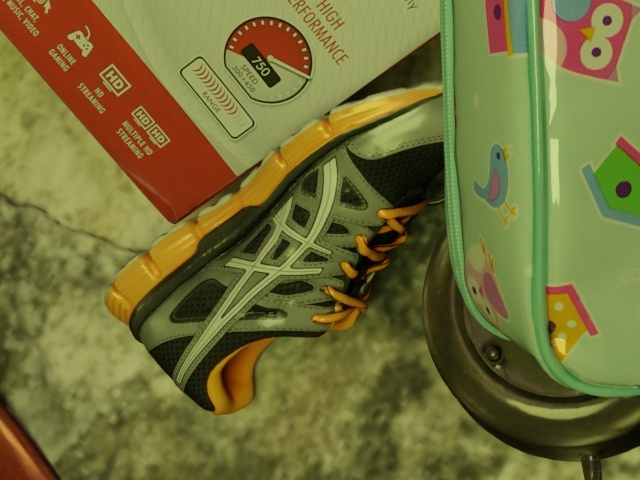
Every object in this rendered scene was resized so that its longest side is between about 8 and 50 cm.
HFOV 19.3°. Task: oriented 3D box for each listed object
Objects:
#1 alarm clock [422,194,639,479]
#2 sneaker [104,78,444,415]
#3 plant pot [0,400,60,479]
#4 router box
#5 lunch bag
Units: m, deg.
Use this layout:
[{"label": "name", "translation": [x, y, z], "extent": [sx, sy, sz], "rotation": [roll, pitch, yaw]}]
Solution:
[{"label": "alarm clock", "translation": [0.099, 0.017, 0.850], "extent": [0.129, 0.064, 0.192], "rotation": [-43, 66, -1]}, {"label": "sneaker", "translation": [0.000, 0.000, 0.854], "extent": [0.215, 0.084, 0.083], "rotation": [-38, 78, 28]}, {"label": "plant pot", "translation": [-0.263, 0.183, 0.795], "extent": [0.265, 0.272, 0.272], "rotation": [-39, 69, 9]}, {"label": "router box", "translation": [-0.053, -0.223, 0.806], "extent": [0.301, 0.082, 0.335], "rotation": [-35, 104, 22]}, {"label": "lunch bag", "translation": [0.187, -0.068, 0.742], "extent": [0.279, 0.108, 0.224], "rotation": [-10, 104, -18]}]
